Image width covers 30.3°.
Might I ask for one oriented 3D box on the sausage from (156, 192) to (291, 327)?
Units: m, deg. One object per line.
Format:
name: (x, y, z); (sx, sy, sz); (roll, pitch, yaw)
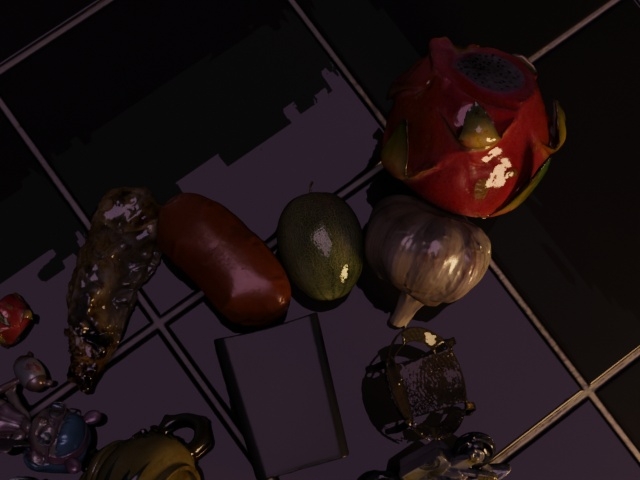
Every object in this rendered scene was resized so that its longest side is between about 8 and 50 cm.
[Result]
sausage: (-0.150, 0.029, 1.864); (0.133, 0.133, 0.258); (-43, 77, -10)

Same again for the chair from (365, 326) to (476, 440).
chair: (0.157, 0.220, 1.811); (0.149, 0.213, 0.174); (-16, 81, -2)

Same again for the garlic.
garlic: (0.157, 0.048, 1.866); (0.219, 0.218, 0.212); (18, 108, 0)

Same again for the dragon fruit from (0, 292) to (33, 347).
dragon fruit: (-0.490, 0.126, 1.861); (0.056, 0.060, 0.083); (36, 77, 7)

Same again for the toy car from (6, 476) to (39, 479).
toy car: (-0.412, 0.441, 1.808); (0.205, 0.056, 0.095); (35, 78, 5)

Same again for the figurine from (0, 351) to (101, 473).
figurine: (-0.472, 0.271, 1.828); (0.260, 0.102, 0.205); (13, 43, 1)

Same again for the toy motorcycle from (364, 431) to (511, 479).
toy motorcycle: (0.186, 0.379, 1.825); (0.225, 0.073, 0.152); (-27, 120, 18)

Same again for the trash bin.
trash bin: (-0.058, 0.244, 1.845); (0.165, 0.115, 0.225); (-15, 84, -7)

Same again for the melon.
melon: (0.000, 0.000, 1.874); (0.139, 0.139, 0.192); (-11, 84, -6)

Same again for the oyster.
oyster: (-0.334, 0.072, 1.880); (0.129, 0.078, 0.344); (17, 76, -9)

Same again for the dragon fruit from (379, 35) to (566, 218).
dragon fruit: (0.246, -0.196, 1.866); (0.291, 0.189, 0.290); (11, 48, -13)

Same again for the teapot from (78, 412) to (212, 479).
teapot: (-0.279, 0.359, 1.793); (0.183, 0.173, 0.269); (14, 50, 30)
